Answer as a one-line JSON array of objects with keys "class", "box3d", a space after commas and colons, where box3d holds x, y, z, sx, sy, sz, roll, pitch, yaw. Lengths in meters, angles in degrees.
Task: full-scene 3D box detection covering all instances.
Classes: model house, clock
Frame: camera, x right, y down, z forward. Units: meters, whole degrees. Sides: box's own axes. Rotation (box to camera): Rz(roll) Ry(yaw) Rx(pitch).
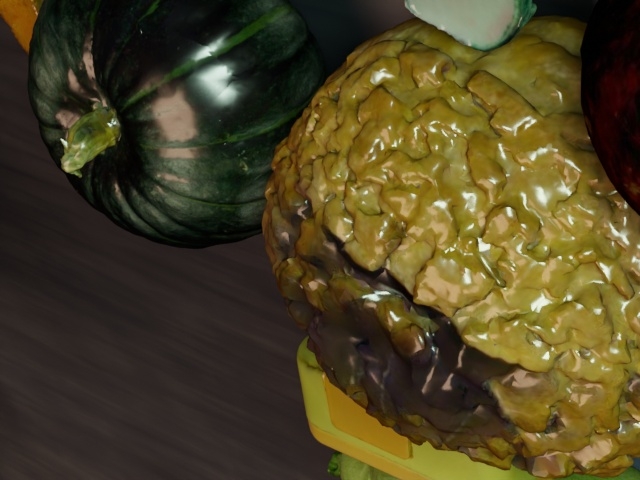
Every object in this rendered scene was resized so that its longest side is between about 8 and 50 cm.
[{"class": "model house", "box3d": [0.111, -0.180, 1.148, 0.088, 0.100, 0.100, 29, 139, 25]}, {"class": "clock", "box3d": [0.095, 0.113, 1.448, 0.202, 0.143, 0.096, 22, 138, 36]}]

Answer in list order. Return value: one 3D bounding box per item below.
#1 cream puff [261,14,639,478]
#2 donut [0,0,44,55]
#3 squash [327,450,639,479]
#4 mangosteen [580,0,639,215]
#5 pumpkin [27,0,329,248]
[{"class": "cream puff", "box3d": [0.114, 0.021, 1.245, 0.327, 0.231, 0.343, -9, 118, 50]}, {"class": "donut", "box3d": [-0.203, -0.191, 1.561, 0.152, 0.058, 0.152, 32, 144, 26]}, {"class": "squash", "box3d": [0.133, 0.200, 1.530, 0.371, 0.118, 0.118, 15, 135, 48]}, {"class": "mangosteen", "box3d": [0.237, -0.085, 1.011, 0.210, 0.210, 0.210, 31, 145, 26]}, {"class": "pumpkin", "box3d": [-0.108, -0.105, 1.397, 0.250, 0.216, 0.250, 24, 132, 30]}]
